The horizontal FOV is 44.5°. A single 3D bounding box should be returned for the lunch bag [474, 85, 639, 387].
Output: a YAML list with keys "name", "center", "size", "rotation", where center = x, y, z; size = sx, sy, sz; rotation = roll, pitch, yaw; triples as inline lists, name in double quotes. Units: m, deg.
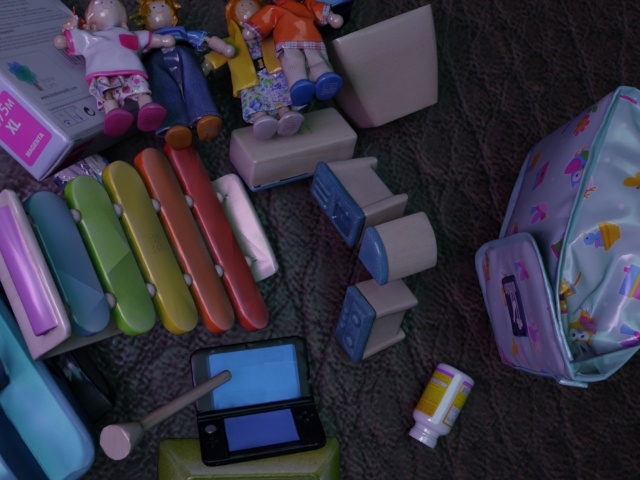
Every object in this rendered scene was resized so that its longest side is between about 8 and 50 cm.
- name: "lunch bag"
  center: [0.257, 0.013, 0.771]
  size: [0.160, 0.223, 0.262]
  rotation: [25, 83, -1]

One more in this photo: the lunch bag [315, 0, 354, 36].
- name: "lunch bag"
  center: [-0.009, -0.254, 0.809]
  size: [0.067, 0.098, 0.065]
  rotation: [-26, 87, -6]

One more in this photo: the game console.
- name: "game console"
  center: [-0.064, 0.158, 0.780]
  size: [0.122, 0.107, 0.071]
  rotation: [-7, 115, -10]

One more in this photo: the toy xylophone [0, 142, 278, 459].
- name: "toy xylophone"
  center: [-0.146, 0.038, 0.687]
  size: [0.081, 0.322, 0.236]
  rotation: [-27, 93, 27]

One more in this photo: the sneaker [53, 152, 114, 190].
- name: "sneaker"
  center: [-0.249, -0.081, 0.776]
  size: [0.058, 0.052, 0.135]
  rotation: [-43, 90, -2]

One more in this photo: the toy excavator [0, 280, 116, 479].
- name: "toy excavator"
  center: [-0.276, 0.161, 0.548]
  size: [0.222, 0.445, 0.433]
  rotation: [-33, 91, -11]

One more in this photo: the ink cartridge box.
- name: "ink cartridge box"
  center: [-0.307, -0.201, 0.712]
  size: [0.311, 0.186, 0.065]
  rotation: [45, 115, -5]

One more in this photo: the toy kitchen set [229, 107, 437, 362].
- name: "toy kitchen set"
  center: [0.000, 0.000, 0.797]
  size: [0.122, 0.166, 0.207]
  rotation: [-17, 52, -26]

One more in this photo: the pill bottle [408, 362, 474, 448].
- name: "pill bottle"
  center: [0.125, 0.174, 0.823]
  size: [0.043, 0.043, 0.083]
  rotation: [31, 81, -6]

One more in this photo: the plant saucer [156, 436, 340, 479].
- name: "plant saucer"
  center: [-0.069, 0.295, 0.777]
  size: [0.188, 0.045, 0.188]
  rotation: [2, 85, -10]

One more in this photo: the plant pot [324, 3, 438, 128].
- name: "plant pot"
  center: [0.064, -0.174, 0.816]
  size: [0.109, 0.109, 0.096]
  rotation: [-23, 101, -11]

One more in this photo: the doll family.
- name: "doll family"
  center: [-0.110, -0.171, 0.743]
  size: [0.263, 0.118, 0.163]
  rotation: [-11, 67, -14]
